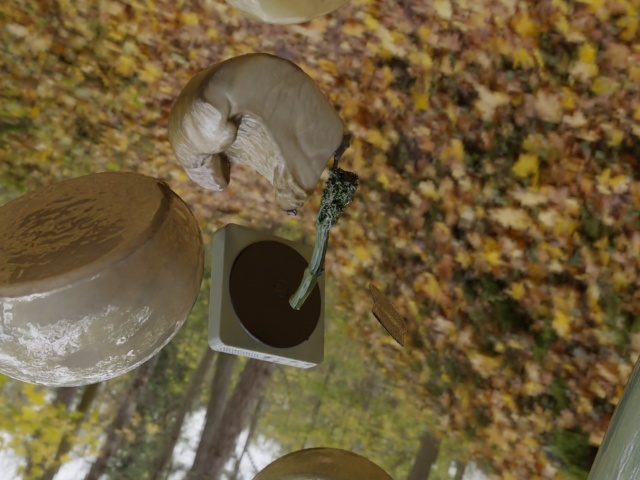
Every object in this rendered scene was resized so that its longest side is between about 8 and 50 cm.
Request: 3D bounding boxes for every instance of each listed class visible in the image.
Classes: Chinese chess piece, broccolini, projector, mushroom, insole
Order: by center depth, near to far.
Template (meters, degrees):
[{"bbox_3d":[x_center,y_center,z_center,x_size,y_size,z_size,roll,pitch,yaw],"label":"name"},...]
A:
[{"bbox_3d":[0.004,0.392,1.197,0.250,0.250,0.101,15,-171,13],"label":"Chinese chess piece"},{"bbox_3d":[0.000,0.000,1.315,0.051,0.239,0.054,-12,-136,-40],"label":"broccolini"},{"bbox_3d":[0.120,0.129,1.645,0.109,0.007,0.322,48,-173,-1],"label":"insole"},{"bbox_3d":[-0.166,-0.234,1.721,0.314,0.224,0.397,17,167,26],"label":"mushroom"},{"bbox_3d":[-0.110,0.118,1.916,0.257,0.259,0.079,17,152,-34],"label":"projector"}]

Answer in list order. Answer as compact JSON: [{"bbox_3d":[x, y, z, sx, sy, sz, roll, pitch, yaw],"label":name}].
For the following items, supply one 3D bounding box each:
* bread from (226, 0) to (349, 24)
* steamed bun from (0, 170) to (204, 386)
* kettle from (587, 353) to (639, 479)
[{"bbox_3d":[-0.045,-0.517,1.369,0.253,0.348,0.376,56,176,41],"label":"bread"},{"bbox_3d":[-0.212,0.044,0.842,0.232,0.232,0.145,11,129,38],"label":"steamed bun"},{"bbox_3d":[0.303,0.136,0.641,0.240,0.255,0.165,-4,-151,-41],"label":"kettle"}]
